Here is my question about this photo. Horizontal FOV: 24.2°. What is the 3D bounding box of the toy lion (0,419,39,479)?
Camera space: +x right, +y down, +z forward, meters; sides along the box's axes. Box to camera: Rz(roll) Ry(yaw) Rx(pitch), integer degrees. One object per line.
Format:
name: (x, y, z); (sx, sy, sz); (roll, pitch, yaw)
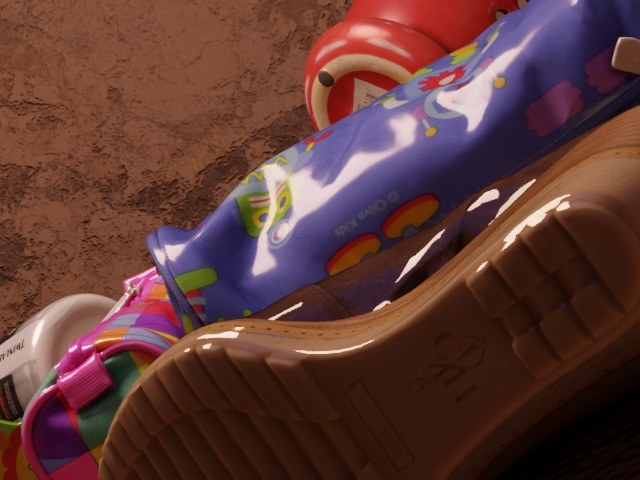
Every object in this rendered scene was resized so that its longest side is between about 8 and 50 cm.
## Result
toy lion: (-0.173, 0.144, 0.892); (0.034, 0.096, 0.100); (169, 116, -80)

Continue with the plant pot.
plant pot: (0.097, -0.138, 1.244); (0.191, 0.191, 0.174); (-30, 15, 50)

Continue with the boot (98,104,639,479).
boot: (0.064, 0.028, 0.491); (0.248, 0.090, 0.207); (-33, -8, 38)

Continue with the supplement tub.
supplement tub: (-0.206, 0.122, 1.090); (0.190, 0.117, 0.117); (-30, 6, 42)

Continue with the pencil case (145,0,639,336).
pencil case: (0.067, -0.030, 0.673); (0.306, 0.119, 0.133); (-34, 13, 6)

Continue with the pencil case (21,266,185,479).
pencil case: (-0.095, 0.079, 0.826); (0.104, 0.104, 0.236); (-34, 6, 4)
